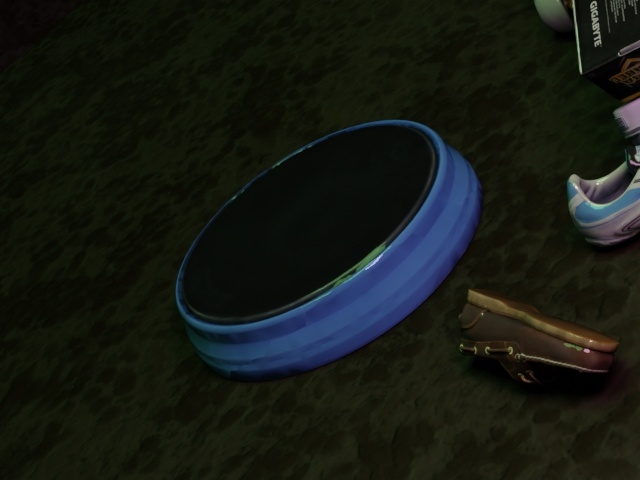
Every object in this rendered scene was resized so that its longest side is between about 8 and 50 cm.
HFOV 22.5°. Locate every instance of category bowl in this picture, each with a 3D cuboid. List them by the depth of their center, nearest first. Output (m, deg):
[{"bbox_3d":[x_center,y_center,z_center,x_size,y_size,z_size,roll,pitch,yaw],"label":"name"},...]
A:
[{"bbox_3d":[0.000,0.000,1.880,0.391,0.077,0.391,-26,28,16],"label":"bowl"}]

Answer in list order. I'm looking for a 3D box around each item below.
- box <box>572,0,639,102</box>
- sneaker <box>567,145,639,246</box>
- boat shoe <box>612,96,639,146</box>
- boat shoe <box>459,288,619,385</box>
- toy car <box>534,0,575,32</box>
[{"bbox_3d":[0.371,-0.332,1.619,0.257,0.079,0.322,-25,52,36],"label":"box"},{"bbox_3d":[0.356,-0.068,1.589,0.237,0.086,0.085,-23,27,18],"label":"sneaker"},{"bbox_3d":[0.449,-0.167,1.626,0.301,0.102,0.108,-32,2,14],"label":"boat shoe"},{"bbox_3d":[0.202,0.101,1.514,0.207,0.073,0.073,20,96,62],"label":"boat shoe"},{"bbox_3d":[0.331,-0.362,2.033,0.159,0.136,0.182,-27,28,15],"label":"toy car"}]
